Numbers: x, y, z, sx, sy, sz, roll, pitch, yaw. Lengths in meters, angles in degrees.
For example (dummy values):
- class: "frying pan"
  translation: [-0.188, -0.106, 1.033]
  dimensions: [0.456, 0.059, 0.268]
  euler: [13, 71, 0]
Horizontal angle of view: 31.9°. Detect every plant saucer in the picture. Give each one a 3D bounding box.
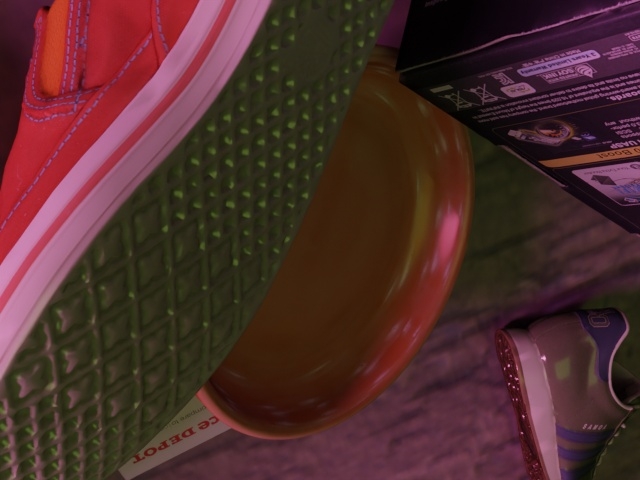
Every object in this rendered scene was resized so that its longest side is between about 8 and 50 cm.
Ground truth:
- class: "plant saucer"
  translation: [0.000, 0.000, 0.552]
  dimensions: [0.200, 0.037, 0.200]
  euler: [-21, 122, -39]

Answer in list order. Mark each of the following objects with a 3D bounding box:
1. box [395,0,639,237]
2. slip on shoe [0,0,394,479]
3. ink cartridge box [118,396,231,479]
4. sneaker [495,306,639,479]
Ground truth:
- class: "box"
  translation: [0.279, -0.074, 0.461]
  dimensions: [0.318, 0.395, 0.097]
  euler: [28, 66, -35]
- class: "slip on shoe"
  translation: [-0.064, -0.046, 0.422]
  dimensions: [0.331, 0.101, 0.123]
  euler: [-64, 151, -7]
- class: "ink cartridge box"
  translation: [-0.089, 0.047, 0.577]
  dimensions: [0.099, 0.056, 0.135]
  euler: [-27, 130, -4]
- class: "sneaker"
  translation: [0.176, 0.119, 0.739]
  dimensions: [0.086, 0.064, 0.192]
  euler: [-21, 127, -2]
